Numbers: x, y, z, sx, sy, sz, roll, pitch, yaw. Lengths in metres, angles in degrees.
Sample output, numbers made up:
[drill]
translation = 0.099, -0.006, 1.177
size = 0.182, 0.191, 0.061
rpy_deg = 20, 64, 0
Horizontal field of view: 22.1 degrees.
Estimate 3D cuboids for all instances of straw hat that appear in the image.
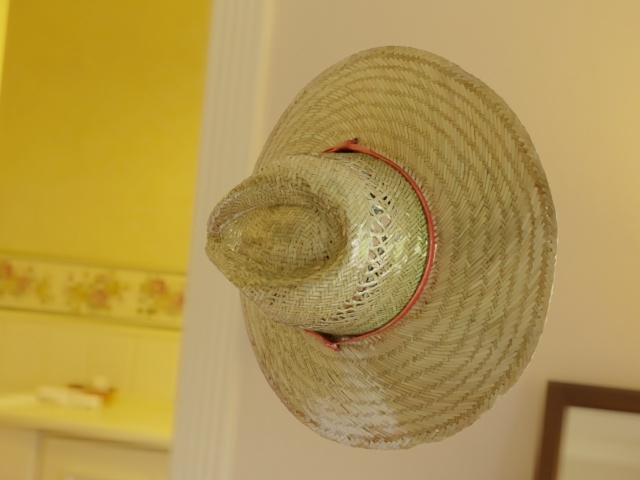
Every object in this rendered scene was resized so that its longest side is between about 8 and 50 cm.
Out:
[straw hat]
translation = 0.000, 0.000, 0.520
size = 0.061, 0.144, 0.144
rpy_deg = 5, 0, -44
